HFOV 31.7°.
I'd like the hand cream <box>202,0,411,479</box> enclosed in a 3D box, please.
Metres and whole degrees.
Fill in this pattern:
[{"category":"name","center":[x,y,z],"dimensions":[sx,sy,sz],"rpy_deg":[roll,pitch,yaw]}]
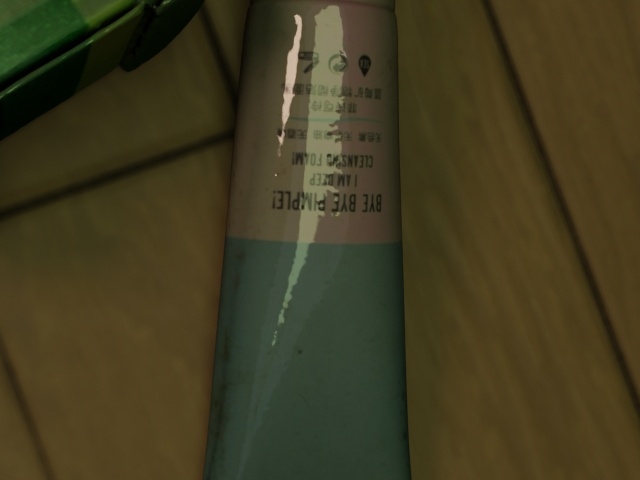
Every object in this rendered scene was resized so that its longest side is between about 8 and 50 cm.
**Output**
[{"category":"hand cream","center":[0.000,0.000,0.533],"dimensions":[0.111,0.070,0.312],"rpy_deg":[3,93,-17]}]

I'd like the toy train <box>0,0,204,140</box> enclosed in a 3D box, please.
[{"category":"toy train","center":[-0.198,-0.152,0.453],"dimensions":[0.202,0.120,0.301],"rpy_deg":[-37,95,-18]}]
